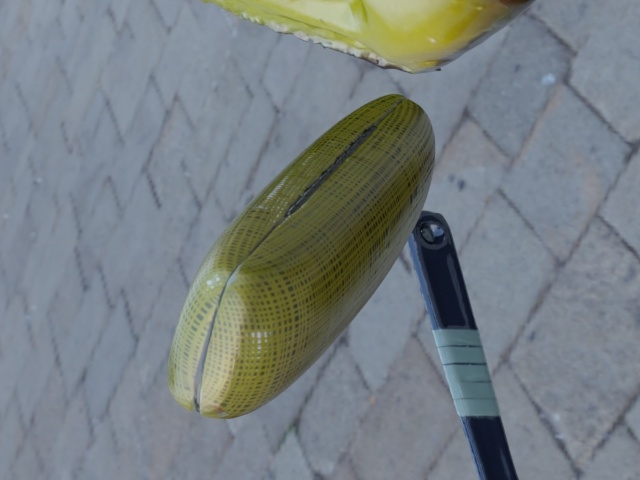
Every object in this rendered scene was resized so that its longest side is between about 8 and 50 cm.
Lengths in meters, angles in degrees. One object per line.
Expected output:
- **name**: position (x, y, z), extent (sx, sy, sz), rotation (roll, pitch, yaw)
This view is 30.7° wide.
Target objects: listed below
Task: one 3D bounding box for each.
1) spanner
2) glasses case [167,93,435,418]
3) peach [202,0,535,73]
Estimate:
- **spanner**: position (0.111, 0.124, 0.841), extent (0.024, 0.087, 0.316), rotation (-41, 60, 57)
- **glasses case**: position (0.000, 0.000, 0.525), extent (0.234, 0.064, 0.079), rotation (-48, -24, -58)
- **peach**: position (0.019, -0.275, 0.845), extent (0.242, 0.380, 0.306), rotation (-63, -16, -10)
